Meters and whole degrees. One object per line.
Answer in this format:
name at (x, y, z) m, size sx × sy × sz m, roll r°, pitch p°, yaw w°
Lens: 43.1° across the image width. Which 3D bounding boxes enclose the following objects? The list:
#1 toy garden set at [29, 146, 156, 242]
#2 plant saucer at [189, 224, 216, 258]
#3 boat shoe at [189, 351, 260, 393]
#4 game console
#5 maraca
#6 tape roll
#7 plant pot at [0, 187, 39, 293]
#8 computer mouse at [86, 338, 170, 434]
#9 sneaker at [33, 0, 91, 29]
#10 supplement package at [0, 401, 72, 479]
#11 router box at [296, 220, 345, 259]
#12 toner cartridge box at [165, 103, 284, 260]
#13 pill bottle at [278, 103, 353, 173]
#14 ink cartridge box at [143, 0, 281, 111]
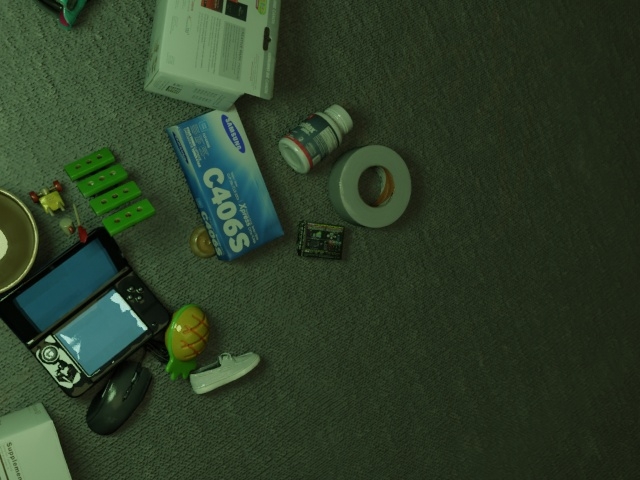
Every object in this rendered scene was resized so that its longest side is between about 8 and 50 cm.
toy garden set at (-0.505, -0.080, 1.785) m, size 0.204 × 0.244 × 0.049 m, roll -29°, pitch 145°, yaw -19°
plant saucer at (-0.280, 0.003, 1.995) m, size 0.083 × 0.015 × 0.083 m, roll -2°, pitch 94°, yaw -26°
boat shoe at (-0.240, 0.314, 2.014) m, size 0.184 × 0.066 × 0.063 m, roll -23°, pitch 104°, yaw -13°
game console at (-0.514, 0.162, 1.793) m, size 0.293 × 0.173 × 0.250 m, roll -40°, pitch 86°, yaw -18°
maraca at (-0.323, 0.243, 1.941) m, size 0.127 × 0.099 × 0.185 m, roll 7°, pitch 94°, yaw -56°
tape roll at (0.132, -0.144, 2.158) m, size 0.219 × 0.072 × 0.219 m, roll -2°, pitch 95°, yaw -26°
plant pot at (-0.717, 0.007, 1.714) m, size 0.237 × 0.110 × 0.237 m, roll 3°, pitch 81°, yaw -16°
computer mouse at (-0.476, 0.320, 1.894) m, size 0.184 × 0.060 × 0.262 m, roll 43°, pitch 75°, yaw -23°
sneaker at (-0.515, -0.547, 1.781) m, size 0.295 × 0.124 × 0.178 m, roll 10°, pitch 84°, yaw -19°
supplement package at (-0.703, 0.493, 1.728) m, size 0.293 × 0.177 × 0.175 m, roll -19°, pitch 101°, yaw -25°
router box at (0.000, 0.000, 2.120) m, size 0.122 × 0.038 × 0.092 m, roll 7°, pitch 91°, yaw -27°
toner cartridge box at (-0.229, -0.140, 1.969) m, size 0.165 × 0.075 × 0.348 m, roll -28°, pitch 104°, yaw -29°
pill bottle at (-0.008, -0.263, 2.061) m, size 0.180 × 0.108 × 0.108 m, roll -41°, pitch 110°, yaw -19°
ink cartridge box at (-0.245, -0.473, 1.880) m, size 0.272 × 0.130 × 0.309 m, roll 12°, pitch 74°, yaw -25°
